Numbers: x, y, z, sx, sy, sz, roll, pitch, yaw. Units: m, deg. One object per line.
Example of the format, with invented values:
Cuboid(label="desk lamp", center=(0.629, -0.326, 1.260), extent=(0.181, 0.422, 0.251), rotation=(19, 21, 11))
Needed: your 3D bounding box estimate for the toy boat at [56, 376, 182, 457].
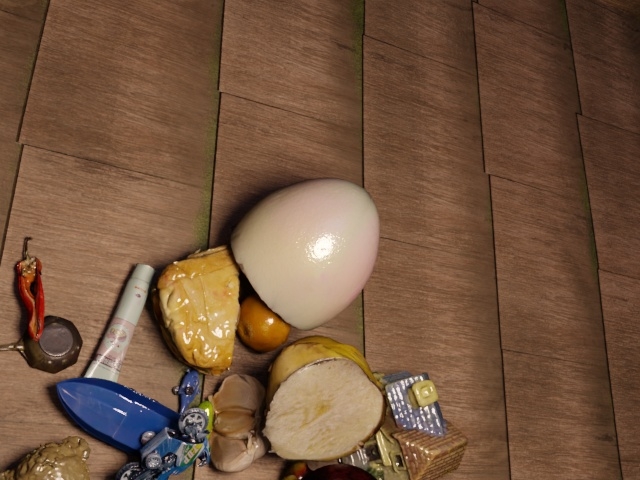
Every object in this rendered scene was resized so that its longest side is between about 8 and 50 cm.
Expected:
Cuboid(label="toy boat", center=(-0.458, 0.386, 1.667), extent=(0.295, 0.088, 0.129), rotation=(33, 78, -21))

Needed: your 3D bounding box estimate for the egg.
Cuboid(label="egg", center=(0.000, 0.000, 1.876), extent=(0.354, 0.340, 0.354), rotation=(47, 15, -17))

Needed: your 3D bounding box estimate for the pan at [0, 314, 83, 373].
Cuboid(label="pan", center=(-0.628, 0.243, 1.656), extent=(0.202, 0.048, 0.128), rotation=(-28, 84, -36))

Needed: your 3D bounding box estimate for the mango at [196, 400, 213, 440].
Cuboid(label="mango", center=(-0.279, 0.428, 1.748), extent=(0.056, 0.073, 0.108), rotation=(17, 95, -15))

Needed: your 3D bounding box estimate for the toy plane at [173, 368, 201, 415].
Cuboid(label="toy plane", center=(-0.321, 0.387, 1.786), extent=(0.062, 0.054, 0.167), rotation=(43, 51, -41))

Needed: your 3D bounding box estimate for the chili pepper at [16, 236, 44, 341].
Cuboid(label="chili pepper", center=(-0.649, 0.112, 1.680), extent=(0.059, 0.050, 0.268), rotation=(-17, 65, -4))

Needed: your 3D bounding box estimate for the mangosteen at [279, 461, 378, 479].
Cuboid(label="mangosteen", center=(0.003, 0.659, 1.729), extent=(0.346, 0.307, 0.307), rotation=(20, 58, 10))

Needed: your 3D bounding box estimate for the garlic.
Cuboid(label="garlic", center=(-0.176, 0.443, 1.780), extent=(0.142, 0.178, 0.229), rotation=(30, 68, -43))

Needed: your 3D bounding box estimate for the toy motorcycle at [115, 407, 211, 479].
Cuboid(label="toy motorcycle", center=(-0.329, 0.480, 1.634), extent=(0.254, 0.092, 0.135), rotation=(-40, 118, -3))

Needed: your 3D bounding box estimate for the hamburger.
Cuboid(label="hamburger", center=(-0.313, 0.155, 1.809), extent=(0.209, 0.162, 0.330), rotation=(12, 68, -24))

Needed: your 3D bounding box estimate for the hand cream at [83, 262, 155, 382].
Cuboid(label="hand cream", center=(-0.474, 0.211, 1.762), extent=(0.085, 0.058, 0.331), rotation=(37, 60, -37))

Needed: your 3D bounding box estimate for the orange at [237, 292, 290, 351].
Cuboid(label="orange", center=(-0.143, 0.206, 1.896), extent=(0.134, 0.154, 0.155), rotation=(-31, 88, -40))

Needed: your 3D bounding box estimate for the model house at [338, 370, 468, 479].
Cuboid(label="model house", center=(0.202, 0.491, 1.922), extent=(0.261, 0.266, 0.321), rotation=(-9, 76, -37))

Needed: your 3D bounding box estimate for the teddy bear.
Cuboid(label="teddy bear", center=(-0.538, 0.544, 1.532), extent=(0.267, 0.156, 0.256), rotation=(-22, 82, -33))

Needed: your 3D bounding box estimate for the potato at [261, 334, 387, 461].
Cuboid(label="potato", center=(-0.035, 0.333, 1.791), extent=(0.397, 0.290, 0.296), rotation=(43, 8, -41))
